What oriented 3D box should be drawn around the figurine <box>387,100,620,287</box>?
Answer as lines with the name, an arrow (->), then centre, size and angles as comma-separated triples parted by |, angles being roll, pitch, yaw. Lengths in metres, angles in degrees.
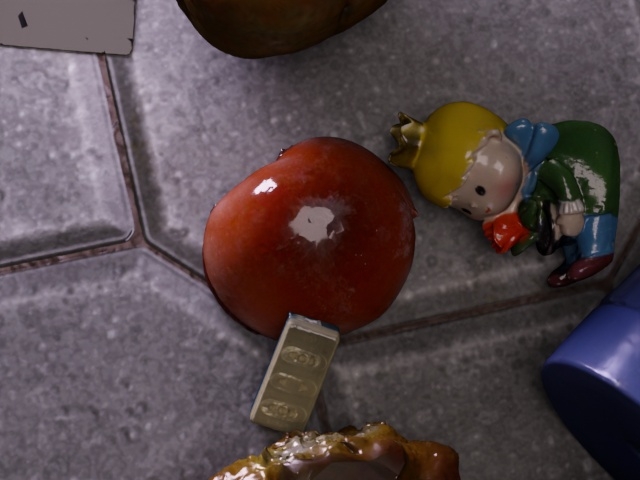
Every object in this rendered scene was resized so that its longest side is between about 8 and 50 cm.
figurine -> 0.183, -0.047, 1.521 | 0.234, 0.127, 0.185 | 4, 88, -19

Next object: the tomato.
tomato -> 0.000, 0.000, 1.483 | 0.228, 0.112, 0.199 | -43, 91, -10

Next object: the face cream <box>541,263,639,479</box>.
face cream -> 0.378, 0.131, 1.450 | 0.225, 0.249, 0.249 | -42, 89, -14

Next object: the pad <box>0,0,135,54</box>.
pad -> -0.266, -0.325, 1.547 | 0.159, 0.009, 0.265 | 4, 81, -9

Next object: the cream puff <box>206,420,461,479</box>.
cream puff -> 0.009, 0.279, 1.413 | 0.269, 0.155, 0.241 | 22, 79, -7

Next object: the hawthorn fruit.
hawthorn fruit -> -0.023, -0.331, 1.455 | 0.301, 0.268, 0.268 | -29, 86, -18

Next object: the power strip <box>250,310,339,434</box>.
power strip -> -0.025, 0.131, 1.464 | 0.056, 0.032, 0.123 | 18, 111, -7
